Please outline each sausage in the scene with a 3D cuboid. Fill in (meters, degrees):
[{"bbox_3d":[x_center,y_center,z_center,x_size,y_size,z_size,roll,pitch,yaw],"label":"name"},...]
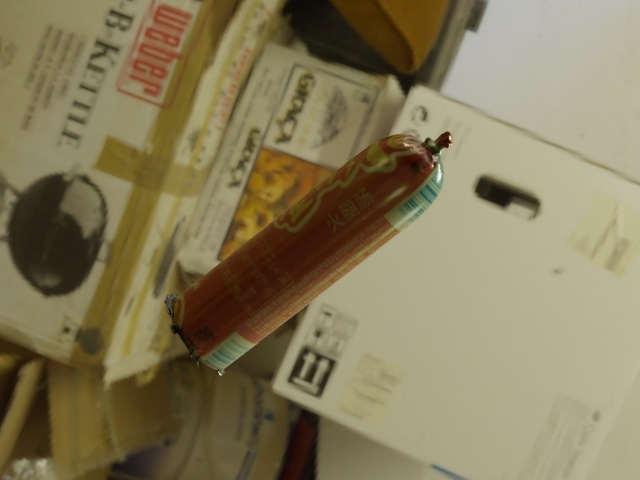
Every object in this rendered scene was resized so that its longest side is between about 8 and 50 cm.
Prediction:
[{"bbox_3d":[0.000,0.000,0.893,0.264,0.083,0.083,-38,178,9],"label":"sausage"}]
